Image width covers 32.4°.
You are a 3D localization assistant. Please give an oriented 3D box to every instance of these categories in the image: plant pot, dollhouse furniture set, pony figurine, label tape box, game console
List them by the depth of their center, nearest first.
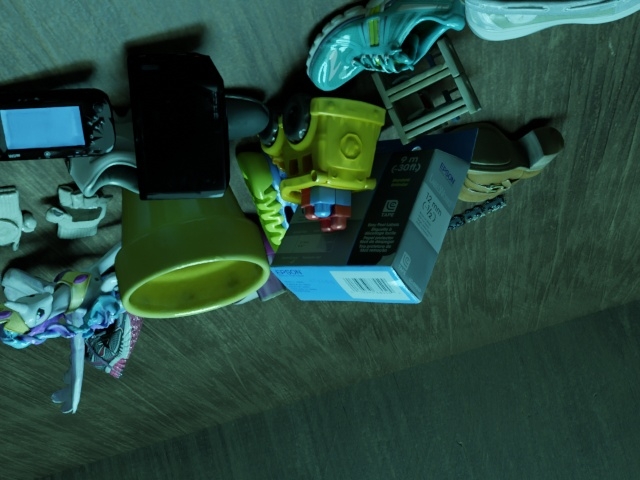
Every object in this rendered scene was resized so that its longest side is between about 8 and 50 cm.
[{"bbox_3d":[-0.313,-0.155,1.573,0.362,0.044,0.213,-3,115,-3],"label":"game console"},{"bbox_3d":[0.182,-0.247,1.791,0.129,0.128,0.184,-24,-177,19],"label":"dollhouse furniture set"},{"bbox_3d":[0.094,-0.068,1.838,0.249,0.347,0.115,-2,146,39],"label":"label tape box"},{"bbox_3d":[-0.233,-0.024,1.853,0.254,0.239,0.254,-15,160,-5],"label":"plant pot"},{"bbox_3d":[-0.457,0.119,2.081,0.364,0.302,0.351,-29,164,-25],"label":"pony figurine"}]

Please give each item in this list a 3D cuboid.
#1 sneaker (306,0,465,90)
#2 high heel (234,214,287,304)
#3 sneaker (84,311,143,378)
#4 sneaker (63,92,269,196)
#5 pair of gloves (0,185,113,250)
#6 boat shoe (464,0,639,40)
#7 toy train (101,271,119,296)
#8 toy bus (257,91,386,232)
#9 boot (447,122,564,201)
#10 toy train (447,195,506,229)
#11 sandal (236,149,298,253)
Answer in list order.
[{"bbox_3d":[0.089,-0.288,1.588,0.275,0.109,0.107,-29,156,34],"label":"sneaker"},{"bbox_3d":[-0.153,0.035,2.347,0.127,0.181,0.377,-24,-177,-17],"label":"high heel"},{"bbox_3d":[-0.477,0.220,2.509,0.112,0.120,0.299,22,141,-10],"label":"sneaker"},{"bbox_3d":[-0.229,-0.135,1.708,0.331,0.146,0.122,-12,158,-15],"label":"sneaker"},{"bbox_3d":[-0.491,-0.035,1.917,0.240,0.042,0.204,-5,158,-25],"label":"pair of gloves"},{"bbox_3d":[0.360,-0.373,1.565,0.321,0.118,0.103,-12,165,10],"label":"boat shoe"},{"bbox_3d":[-0.380,0.103,2.322,0.105,0.080,0.184,-19,164,36],"label":"toy train"},{"bbox_3d":[-0.005,-0.117,1.770,0.150,0.211,0.220,4,174,-31],"label":"toy bus"},{"bbox_3d":[0.315,-0.147,2.173,0.284,0.109,0.220,-13,165,-29],"label":"boot"},{"bbox_3d":[0.355,-0.061,2.508,0.158,0.027,0.036,-26,161,26],"label":"toy train"},{"bbox_3d":[-0.045,-0.056,2.004,0.138,0.126,0.317,-26,141,-8],"label":"sandal"}]
